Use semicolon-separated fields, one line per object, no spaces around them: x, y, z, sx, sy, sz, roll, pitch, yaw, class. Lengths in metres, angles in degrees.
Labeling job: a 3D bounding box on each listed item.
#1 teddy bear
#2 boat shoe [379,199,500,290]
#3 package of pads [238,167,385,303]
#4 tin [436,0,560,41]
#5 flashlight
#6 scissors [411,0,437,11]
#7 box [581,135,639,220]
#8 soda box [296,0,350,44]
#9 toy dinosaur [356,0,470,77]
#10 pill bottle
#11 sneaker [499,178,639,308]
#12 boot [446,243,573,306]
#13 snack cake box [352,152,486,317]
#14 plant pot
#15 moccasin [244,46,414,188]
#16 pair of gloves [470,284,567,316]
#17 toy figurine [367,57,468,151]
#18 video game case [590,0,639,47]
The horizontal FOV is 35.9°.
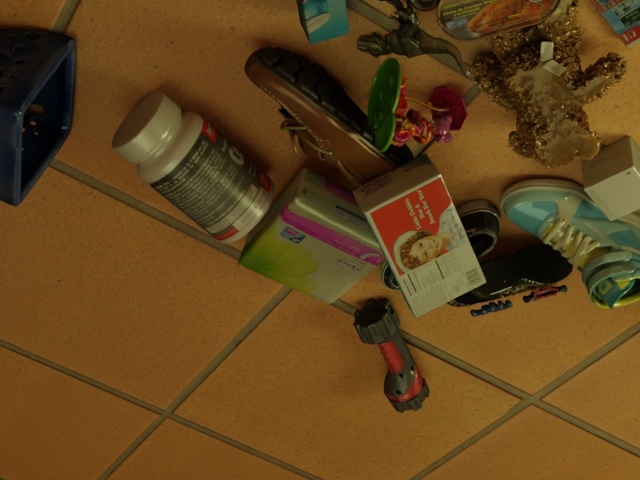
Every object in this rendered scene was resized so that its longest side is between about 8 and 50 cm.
0.369;-0.285;1.633;0.245;0.113;0.338;-28;117;25;teddy bear
0.234;0.038;1.969;0.306;0.105;0.113;-30;123;33;boat shoe
0.000;0.000;1.949;0.229;0.101;0.296;25;146;-15;package of pads
0.268;-0.365;1.492;0.189;0.040;0.106;-12;140;16;tin
0.154;0.264;2.218;0.103;0.103;0.304;-9;134;23;flashlight
0.107;-0.468;1.539;0.297;0.021;0.109;39;138;-23;scissors
0.539;-0.110;1.776;0.102;0.087;0.101;-27;125;32;box
-0.007;-0.418;1.554;0.071;0.067;0.210;-17;137;-5;soda box
0.141;-0.333;1.574;0.268;0.064;0.118;28;152;54;toy dinosaur
-0.235;-0.136;1.837;0.161;0.161;0.283;-28;124;33;pill bottle
0.483;0.013;1.826;0.319;0.208;0.127;17;137;-7;sneaker
0.370;0.073;1.997;0.236;0.085;0.178;-13;172;-21;boot
0.181;-0.005;1.788;0.152;0.089;0.264;-26;123;2;snack cake box
-0.580;-0.241;1.751;0.212;0.236;0.236;19;136;1;plant pot
0.005;-0.200;1.760;0.147;0.139;0.380;-35;130;26;moccasin
0.402;0.120;2.004;0.198;0.023;0.159;-16;172;12;pair of gloves
0.178;-0.216;1.698;0.159;0.173;0.130;10;149;-18;toy figurine
0.480;-0.442;1.493;0.204;0.025;0.285;-29;124;33;video game case
